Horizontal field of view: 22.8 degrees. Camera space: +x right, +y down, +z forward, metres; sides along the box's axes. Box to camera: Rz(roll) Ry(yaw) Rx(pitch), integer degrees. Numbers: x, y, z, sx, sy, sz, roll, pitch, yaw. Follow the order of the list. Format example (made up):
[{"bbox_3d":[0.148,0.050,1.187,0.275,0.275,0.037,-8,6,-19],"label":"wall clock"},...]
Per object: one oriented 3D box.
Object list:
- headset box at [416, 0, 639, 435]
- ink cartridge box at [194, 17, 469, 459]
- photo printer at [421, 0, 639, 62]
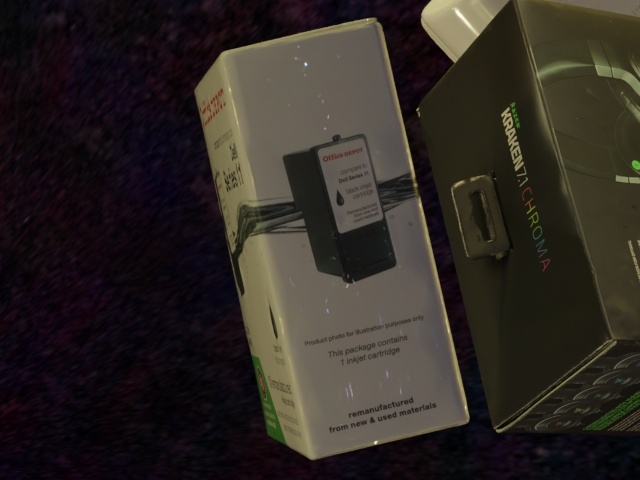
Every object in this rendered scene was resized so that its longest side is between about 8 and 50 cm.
[{"bbox_3d":[0.216,-0.008,1.015,0.283,0.131,0.246,4,58,-28],"label":"headset box"},{"bbox_3d":[0.000,0.000,0.843,0.087,0.153,0.208,-12,90,-10],"label":"ink cartridge box"},{"bbox_3d":[0.260,-0.161,1.291,0.307,0.107,0.256,45,68,-16],"label":"photo printer"}]
